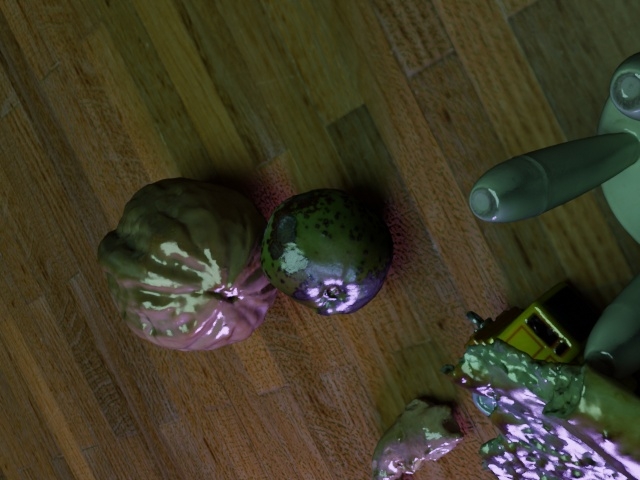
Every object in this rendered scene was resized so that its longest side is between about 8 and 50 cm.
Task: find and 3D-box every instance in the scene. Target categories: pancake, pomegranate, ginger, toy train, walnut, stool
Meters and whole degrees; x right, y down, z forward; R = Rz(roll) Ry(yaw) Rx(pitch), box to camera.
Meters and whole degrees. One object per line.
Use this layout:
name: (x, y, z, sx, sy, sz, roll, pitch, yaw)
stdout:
pancake: (0.246, 0.229, 0.797, 0.304, 0.067, 0.427, 18, 151, 28)
pomegranate: (-0.002, 0.011, 1.024, 0.163, 0.138, 0.126, 2, 75, 62)
ginger: (0.098, 0.230, 1.095, 0.069, 0.051, 0.173, 50, 140, 20)
toy train: (0.222, 0.131, 0.901, 0.219, 0.089, 0.127, 48, 130, 15)
walnut: (-0.146, 0.026, 1.111, 0.245, 0.198, 0.198, 28, 129, 54)
stool: (0.255, -0.033, 0.713, 0.195, 0.198, 0.195, 54, 135, 5)
